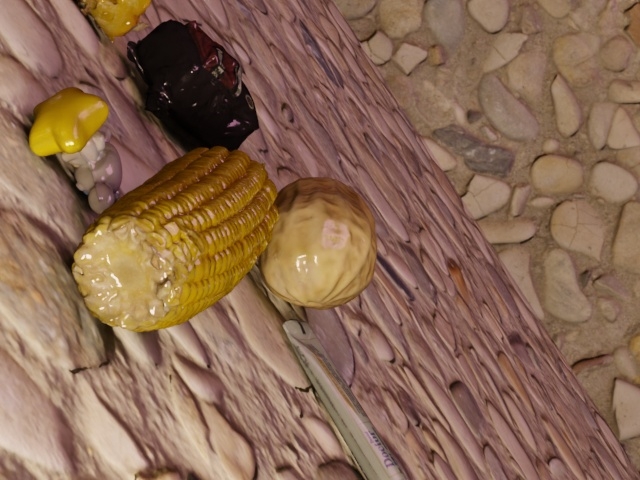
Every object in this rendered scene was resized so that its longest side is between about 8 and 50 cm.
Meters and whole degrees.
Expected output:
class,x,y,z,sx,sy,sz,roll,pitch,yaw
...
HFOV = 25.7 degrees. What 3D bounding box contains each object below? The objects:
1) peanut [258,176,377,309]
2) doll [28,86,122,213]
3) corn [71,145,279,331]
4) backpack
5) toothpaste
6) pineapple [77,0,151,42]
class,x,y,z,sx,sy,sz,roll,pitch,yaw
peanut,0.000,0.000,1.657,0.147,0.147,0.305,55,10,-11
doll,-0.206,-0.085,1.261,0.113,0.071,0.135,63,8,-9
corn,-0.121,-0.003,1.242,0.131,0.131,0.344,56,16,-6
backpack,-0.135,-0.173,1.602,0.165,0.106,0.120,36,21,-50
toothpaste,0.034,0.193,1.526,0.255,0.037,0.067,58,19,17
pineapple,-0.239,-0.358,1.600,0.250,0.140,0.164,56,12,6
